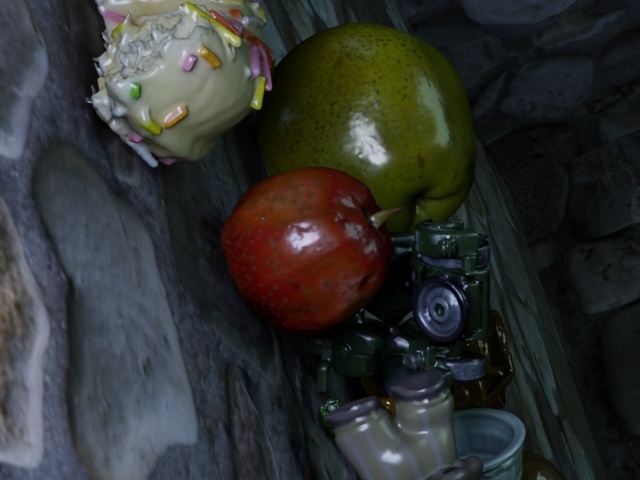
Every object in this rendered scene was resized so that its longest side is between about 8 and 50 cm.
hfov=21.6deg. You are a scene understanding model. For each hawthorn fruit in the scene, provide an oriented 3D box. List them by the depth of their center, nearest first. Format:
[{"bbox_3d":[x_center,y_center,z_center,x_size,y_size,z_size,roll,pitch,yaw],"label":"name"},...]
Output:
[{"bbox_3d":[0.000,0.000,1.740,0.179,0.200,0.179,50,23,-29],"label":"hawthorn fruit"}]

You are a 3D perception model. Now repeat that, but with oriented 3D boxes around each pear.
[{"bbox_3d":[0.054,-0.126,2.058,0.294,0.294,0.294,60,14,-25],"label":"pear"}]

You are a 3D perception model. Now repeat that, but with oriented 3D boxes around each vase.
[{"bbox_3d":[0.186,0.354,1.892,0.143,0.143,0.299,-80,159,-68],"label":"vase"}]

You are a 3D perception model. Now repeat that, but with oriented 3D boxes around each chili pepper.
[{"bbox_3d":[0.027,0.217,1.838,0.055,0.035,0.118,-66,142,-57],"label":"chili pepper"}]

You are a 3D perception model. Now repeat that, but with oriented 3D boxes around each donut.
[{"bbox_3d":[-0.163,-0.254,1.655,0.371,0.150,0.307,68,13,14],"label":"donut"}]

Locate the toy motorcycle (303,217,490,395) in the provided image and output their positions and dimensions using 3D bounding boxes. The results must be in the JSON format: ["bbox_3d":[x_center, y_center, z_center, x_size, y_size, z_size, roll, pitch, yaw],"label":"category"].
[{"bbox_3d":[0.086,0.071,1.834,0.127,0.275,0.205,-9,105,-38],"label":"toy motorcycle"}]

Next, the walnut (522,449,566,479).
[{"bbox_3d":[0.268,0.371,2.246,0.207,0.167,0.167,51,19,-42],"label":"walnut"}]

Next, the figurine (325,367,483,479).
[{"bbox_3d":[0.143,0.319,1.677,0.380,0.248,0.203,64,-25,4],"label":"figurine"}]

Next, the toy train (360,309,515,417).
[{"bbox_3d":[0.152,0.213,2.075,0.369,0.163,0.231,-10,89,-77],"label":"toy train"}]
